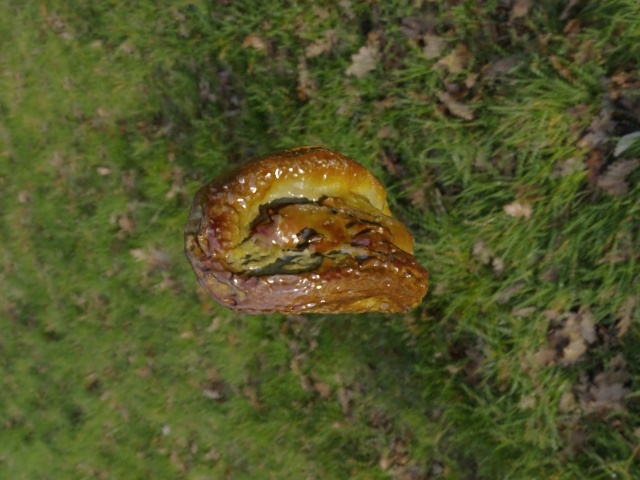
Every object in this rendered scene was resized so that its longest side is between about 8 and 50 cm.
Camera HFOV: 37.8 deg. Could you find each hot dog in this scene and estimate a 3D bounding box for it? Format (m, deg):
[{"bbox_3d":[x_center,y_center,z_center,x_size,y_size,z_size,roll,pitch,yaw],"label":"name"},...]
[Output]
[{"bbox_3d":[-0.002,0.000,0.494,0.065,0.147,0.099,-49,52,33],"label":"hot dog"}]
